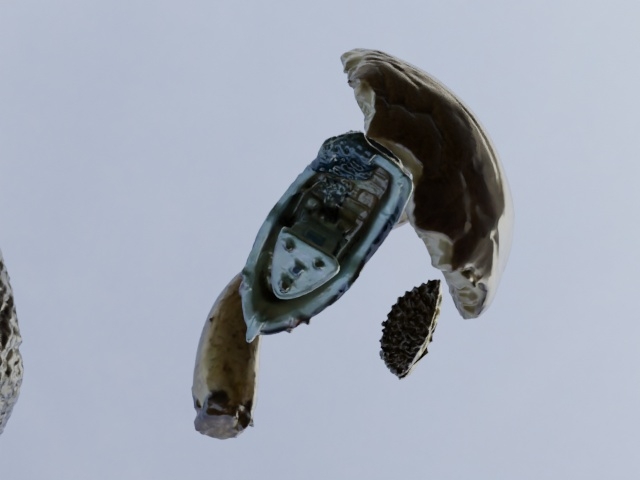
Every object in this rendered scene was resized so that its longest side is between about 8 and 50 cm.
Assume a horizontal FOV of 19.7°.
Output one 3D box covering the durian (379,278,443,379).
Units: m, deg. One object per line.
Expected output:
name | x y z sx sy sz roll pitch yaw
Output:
durian | 0.095 0.096 1.985 0.052 0.130 0.066 25 -157 14

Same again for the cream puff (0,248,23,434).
cream puff | -0.304 0.053 1.226 0.165 0.239 0.239 -13 -125 -34

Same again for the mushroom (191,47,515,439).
mushroom | 0.017 -0.016 1.426 0.302 0.208 0.233 -23 -103 -27

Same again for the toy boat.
toy boat | -0.002 0.001 0.576 0.038 0.083 0.038 25 -148 -16
